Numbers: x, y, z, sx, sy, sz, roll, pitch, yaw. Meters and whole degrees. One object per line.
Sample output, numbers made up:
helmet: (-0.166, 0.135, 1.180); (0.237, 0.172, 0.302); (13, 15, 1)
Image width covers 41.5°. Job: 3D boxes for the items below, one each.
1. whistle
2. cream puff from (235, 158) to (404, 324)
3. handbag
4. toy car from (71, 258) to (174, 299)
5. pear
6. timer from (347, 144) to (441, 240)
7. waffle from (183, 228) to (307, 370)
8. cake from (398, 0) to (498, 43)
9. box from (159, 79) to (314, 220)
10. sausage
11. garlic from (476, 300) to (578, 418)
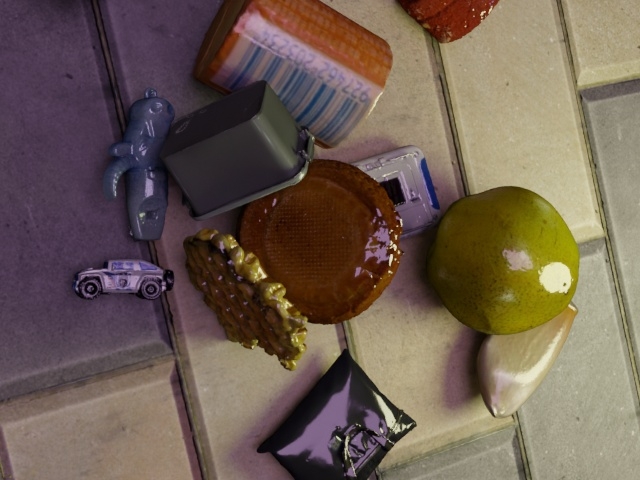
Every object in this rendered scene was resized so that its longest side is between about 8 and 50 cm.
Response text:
whistle: (-0.299, -0.132, 1.470); (0.180, 0.093, 0.269); (-1, 90, -47)
cream puff: (0.000, 0.000, 1.481); (0.303, 0.212, 0.303); (-1, 88, 16)
handbag: (0.037, 0.367, 1.588); (0.211, 0.088, 0.254); (45, 74, -8)
toy car: (-0.338, 0.067, 1.452); (0.170, 0.080, 0.071); (1, 87, -22)
pear: (0.356, 0.040, 1.634); (0.294, 0.294, 0.294); (1, 88, -22)
timer: (0.109, -0.075, 1.639); (0.253, 0.078, 0.178); (-20, 95, -21)
waffle: (-0.129, 0.101, 1.419); (0.058, 0.300, 0.282); (-38, 99, -24)
cake: (0.286, -0.539, 1.676); (0.151, 0.177, 0.283); (36, 77, -16)
box: (-0.145, -0.154, 1.415); (0.135, 0.243, 0.163); (57, 25, -32)
sausage: (-0.049, -0.320, 1.501); (0.287, 0.233, 0.233); (25, 79, -20)
garlic: (0.411, 0.218, 1.731); (0.143, 0.112, 0.318); (38, 75, 6)
